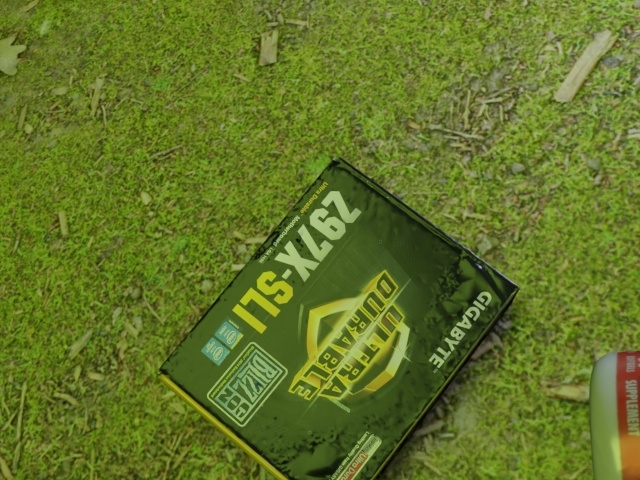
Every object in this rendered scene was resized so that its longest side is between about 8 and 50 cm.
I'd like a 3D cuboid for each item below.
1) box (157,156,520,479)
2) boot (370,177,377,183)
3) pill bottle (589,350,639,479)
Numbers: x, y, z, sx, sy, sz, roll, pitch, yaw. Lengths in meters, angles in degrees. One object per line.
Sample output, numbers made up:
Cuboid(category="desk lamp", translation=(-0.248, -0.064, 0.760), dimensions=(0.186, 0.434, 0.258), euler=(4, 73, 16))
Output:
Cuboid(category="box", translation=(0.020, 0.106, 1.034), dimensions=(0.257, 0.079, 0.322), euler=(37, 81, 15))
Cuboid(category="boot", translation=(0.000, 0.000, 1.163), dimensions=(0.219, 0.082, 0.106), euler=(-22, 45, -1))
Cuboid(category="pill bottle", translation=(0.422, 0.187, 0.779), dimensions=(0.363, 0.210, 0.210), euler=(-6, 60, 20))
